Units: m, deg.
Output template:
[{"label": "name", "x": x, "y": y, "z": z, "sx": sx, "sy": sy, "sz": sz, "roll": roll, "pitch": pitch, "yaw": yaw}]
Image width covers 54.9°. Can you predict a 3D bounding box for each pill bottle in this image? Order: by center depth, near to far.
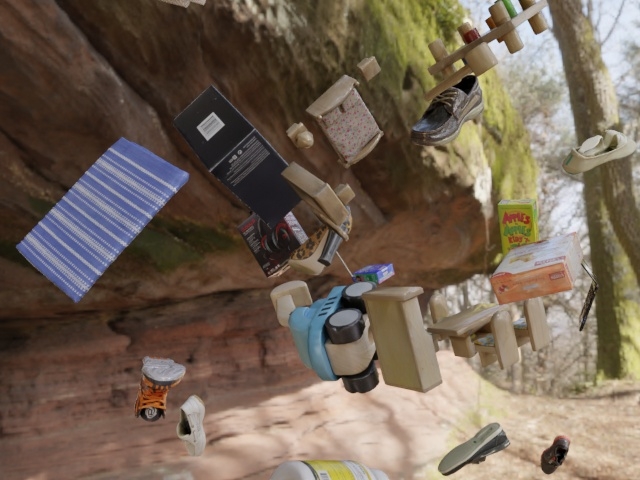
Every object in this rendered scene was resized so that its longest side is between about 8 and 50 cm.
[{"label": "pill bottle", "x": 0.035, "y": 0.691, "z": 1.660, "sx": 0.333, "sy": 0.188, "sz": 0.188, "roll": 17, "pitch": -18, "yaw": -39}]

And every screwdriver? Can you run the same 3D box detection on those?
[{"label": "screwdriver", "x": 0.097, "y": 0.106, "z": 1.986, "sx": 0.024, "sy": 0.170, "sz": 0.025, "roll": -34, "pitch": 8, "yaw": -18}]

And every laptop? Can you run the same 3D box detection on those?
[{"label": "laptop", "x": 0.899, "y": 0.156, "z": 2.174, "sx": 0.136, "sy": 0.264, "sz": 0.234, "roll": 20, "pitch": 12, "yaw": 20}]

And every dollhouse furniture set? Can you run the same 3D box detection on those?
[{"label": "dollhouse furniture set", "x": 0.101, "y": -0.217, "z": 1.546, "sx": 0.174, "sy": 0.355, "sz": 0.303, "roll": 40, "pitch": -8, "yaw": 47}, {"label": "dollhouse furniture set", "x": 0.337, "y": 0.208, "z": 1.671, "sx": 0.394, "sy": 0.257, "sz": 0.362, "roll": -18, "pitch": 7, "yaw": -33}]

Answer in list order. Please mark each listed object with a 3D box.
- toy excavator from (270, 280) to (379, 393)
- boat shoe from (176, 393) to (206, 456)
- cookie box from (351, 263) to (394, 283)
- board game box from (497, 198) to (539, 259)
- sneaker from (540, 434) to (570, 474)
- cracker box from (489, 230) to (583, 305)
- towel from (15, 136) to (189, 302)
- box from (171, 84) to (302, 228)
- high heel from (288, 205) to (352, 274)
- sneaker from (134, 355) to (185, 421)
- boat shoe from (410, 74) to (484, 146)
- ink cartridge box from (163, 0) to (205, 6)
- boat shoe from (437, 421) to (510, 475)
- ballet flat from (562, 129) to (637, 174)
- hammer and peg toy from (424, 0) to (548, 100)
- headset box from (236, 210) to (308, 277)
[{"label": "toy excavator", "x": -0.013, "y": 0.246, "z": 1.878, "sx": 0.445, "sy": 0.222, "sz": 0.433, "roll": -5, "pitch": 25, "yaw": 25}, {"label": "boat shoe", "x": -0.487, "y": 0.697, "z": 2.269, "sx": 0.098, "sy": 0.277, "sz": 0.096, "roll": 23, "pitch": 32, "yaw": 35}, {"label": "cookie box", "x": 0.174, "y": 0.112, "z": 2.035, "sx": 0.107, "sy": 0.040, "sz": 0.091, "roll": -7, "pitch": 13, "yaw": 45}, {"label": "board game box", "x": 0.536, "y": -0.019, "z": 1.657, "sx": 0.092, "sy": 0.181, "sz": 0.043, "roll": 1, "pitch": 23, "yaw": 34}, {"label": "sneaker", "x": 0.730, "y": 0.680, "z": 1.923, "sx": 0.061, "sy": 0.158, "sz": 0.065, "roll": 18, "pitch": 27, "yaw": 10}, {"label": "cracker box", "x": 0.478, "y": 0.057, "z": 1.348, "sx": 0.155, "sy": 0.067, "sz": 0.232, "roll": -18, "pitch": 8, "yaw": 31}, {"label": "towel", "x": -0.447, "y": -0.055, "z": 1.273, "sx": 0.243, "sy": 0.336, "sz": 0.040, "roll": 29, "pitch": -17, "yaw": 33}, {"label": "box", "x": -0.243, "y": -0.257, "z": 1.884, "sx": 0.179, "sy": 0.343, "sz": 0.312, "roll": -42, "pitch": -44, "yaw": 1}, {"label": "high heel", "x": 0.000, "y": 0.000, "z": 1.784, "sx": 0.093, "sy": 0.186, "sz": 0.261, "roll": 33, "pitch": -23, "yaw": -20}, {"label": "sneaker", "x": -0.473, "y": 0.447, "z": 1.805, "sx": 0.124, "sy": 0.180, "sz": 0.321, "roll": 9, "pitch": -7, "yaw": -15}, {"label": "boat shoe", "x": 0.367, "y": -0.391, "z": 1.820, "sx": 0.132, "sy": 0.130, "sz": 0.355, "roll": 12, "pitch": 39, "yaw": 34}, {"label": "ink cartridge box", "x": -0.341, "y": -0.696, "z": 1.615, "sx": 0.115, "sy": 0.067, "sz": 0.198, "roll": -6, "pitch": -42, "yaw": -49}, {"label": "boat shoe", "x": 0.461, "y": 0.644, "z": 1.851, "sx": 0.233, "sy": 0.079, "sz": 0.084, "roll": -33, "pitch": 10, "yaw": -1}, {"label": "ballet flat", "x": 0.741, "y": -0.244, "z": 1.612, "sx": 0.248, "sy": 0.086, "sz": 0.086, "roll": -24, "pitch": 1, "yaw": -22}, {"label": "hammer and peg toy", "x": 0.389, "y": -0.492, "z": 1.534, "sx": 0.266, "sy": 0.127, "sz": 0.361, "roll": -21, "pitch": 14, "yaw": 47}, {"label": "headset box", "x": -0.200, "y": -0.023, "z": 2.612, "sx": 0.218, "sy": 0.293, "sz": 0.110, "roll": -37, "pitch": -13, "yaw": 20}]
